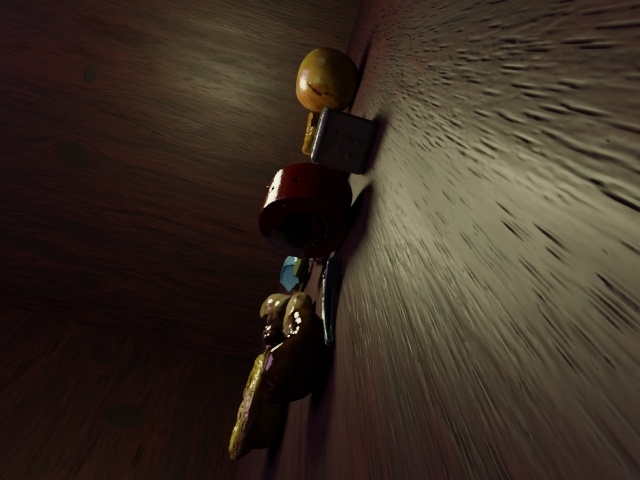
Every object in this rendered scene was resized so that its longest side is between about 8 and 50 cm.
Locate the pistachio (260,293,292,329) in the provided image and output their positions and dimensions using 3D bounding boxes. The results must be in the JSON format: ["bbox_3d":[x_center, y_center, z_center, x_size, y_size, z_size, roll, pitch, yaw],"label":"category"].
[{"bbox_3d":[-0.168,0.290,1.946,0.137,0.153,0.238,59,156,20],"label":"pistachio"}]

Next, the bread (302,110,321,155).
[{"bbox_3d":[0.013,-0.419,1.929,0.143,0.158,0.149,114,165,-48],"label":"bread"}]

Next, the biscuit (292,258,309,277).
[{"bbox_3d":[-0.015,-0.040,1.466,0.099,0.038,0.322,-126,58,-76],"label":"biscuit"}]

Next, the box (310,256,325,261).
[{"bbox_3d":[0.000,0.000,1.563,0.285,0.044,0.142,159,130,-82],"label":"box"}]

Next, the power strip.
[{"bbox_3d":[0.054,-0.272,1.285,0.224,0.140,0.139,-98,22,-73],"label":"power strip"}]

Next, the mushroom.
[{"bbox_3d":[-0.052,0.260,1.057,0.231,0.138,0.194,-63,-22,-51],"label":"mushroom"}]

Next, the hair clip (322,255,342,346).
[{"bbox_3d":[0.024,0.143,1.075,0.070,0.039,0.229,111,166,-46],"label":"hair clip"}]

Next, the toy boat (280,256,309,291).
[{"bbox_3d":[-0.086,0.110,1.847,0.098,0.109,0.238,-39,-12,-28],"label":"toy boat"}]

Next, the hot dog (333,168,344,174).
[{"bbox_3d":[0.052,-0.289,1.524,0.160,0.099,0.226,142,142,-80],"label":"hot dog"}]

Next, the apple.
[{"bbox_3d":[0.037,-0.636,1.942,0.264,0.264,0.264,-165,90,-84],"label":"apple"}]

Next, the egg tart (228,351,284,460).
[{"bbox_3d":[-0.188,0.528,1.523,0.345,0.132,0.345,-165,90,-83],"label":"egg tart"}]

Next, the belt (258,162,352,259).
[{"bbox_3d":[-0.043,-0.065,1.247,0.324,0.227,0.115,119,167,-59],"label":"belt"}]

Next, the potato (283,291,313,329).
[{"bbox_3d":[-0.066,0.222,1.423,0.170,0.080,0.107,-77,4,-62],"label":"potato"}]
